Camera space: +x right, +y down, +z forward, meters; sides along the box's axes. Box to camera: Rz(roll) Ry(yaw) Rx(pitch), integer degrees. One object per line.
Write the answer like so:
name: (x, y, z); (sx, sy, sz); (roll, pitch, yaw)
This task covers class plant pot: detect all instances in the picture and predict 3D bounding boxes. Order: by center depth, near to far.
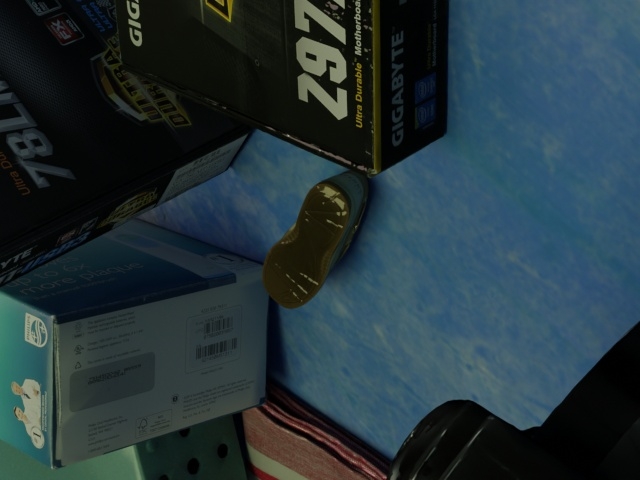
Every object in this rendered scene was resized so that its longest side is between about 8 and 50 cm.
plant pot: (-0.184, 0.187, 1.338); (0.234, 0.165, 0.166); (2, 109, 46)

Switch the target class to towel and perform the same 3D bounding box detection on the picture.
towel: (0.015, 0.297, 1.293); (0.237, 0.037, 0.329); (30, 134, 35)

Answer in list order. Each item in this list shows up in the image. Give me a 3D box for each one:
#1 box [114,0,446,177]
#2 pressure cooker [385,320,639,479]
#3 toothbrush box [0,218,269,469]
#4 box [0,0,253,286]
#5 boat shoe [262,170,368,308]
box: (-0.037, -0.230, 0.976); (0.257, 0.079, 0.322); (25, 131, 36)
pressure cooker: (0.216, 0.220, 0.725); (0.420, 0.375, 0.370); (34, 136, 29)
toothbrush box: (-0.217, 0.059, 1.243); (0.295, 0.216, 0.126); (18, 111, 43)
box: (-0.248, -0.123, 1.110); (0.295, 0.293, 0.073); (52, 142, 12)
boat shoe: (0.000, 0.000, 1.107); (0.050, 0.045, 0.135); (44, 137, 8)
